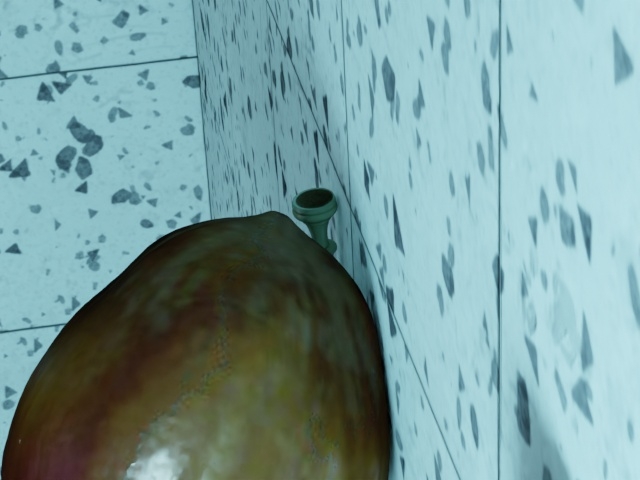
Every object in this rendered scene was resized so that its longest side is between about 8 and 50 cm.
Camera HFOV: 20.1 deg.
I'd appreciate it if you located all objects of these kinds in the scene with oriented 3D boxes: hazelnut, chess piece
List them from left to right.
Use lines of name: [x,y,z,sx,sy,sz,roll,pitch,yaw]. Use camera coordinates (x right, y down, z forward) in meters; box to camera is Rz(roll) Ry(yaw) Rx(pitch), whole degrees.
hazelnut: [-0.097,0.160,1.507,0.366,0.365,0.366,173,90,-83]
chess piece: [0.000,0.000,1.662,0.042,0.042,0.093,-109,8,-57]
